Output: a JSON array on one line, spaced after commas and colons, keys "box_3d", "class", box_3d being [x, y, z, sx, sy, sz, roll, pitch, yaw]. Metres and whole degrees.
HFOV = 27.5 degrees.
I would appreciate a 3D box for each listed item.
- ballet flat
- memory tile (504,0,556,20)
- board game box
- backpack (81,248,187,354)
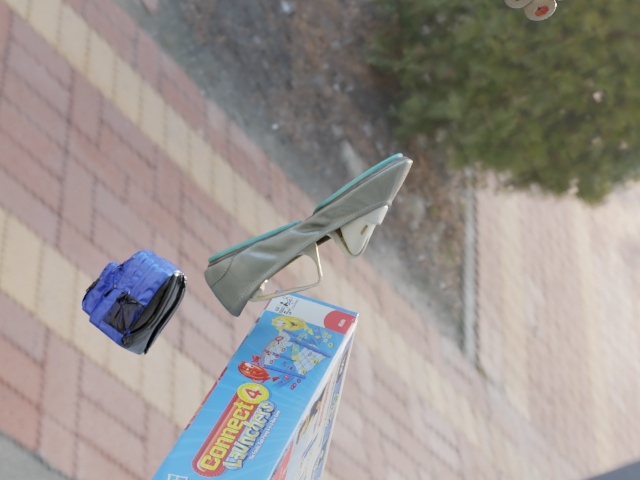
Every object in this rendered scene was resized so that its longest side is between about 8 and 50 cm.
[{"box_3d": [0.000, 0.000, 1.163, 0.068, 0.213, 0.072, 60, -7, 5], "class": "ballet flat"}, {"box_3d": [0.263, -0.311, 1.464, 0.113, 0.148, 0.012, 24, 40, -36], "class": "memory tile"}, {"box_3d": [-0.073, 0.252, 1.189, 0.302, 0.086, 0.308, -56, 162, -55], "class": "board game box"}, {"box_3d": [-0.234, 0.069, 1.652, 0.101, 0.120, 0.098, 37, -3, 11], "class": "backpack"}]
